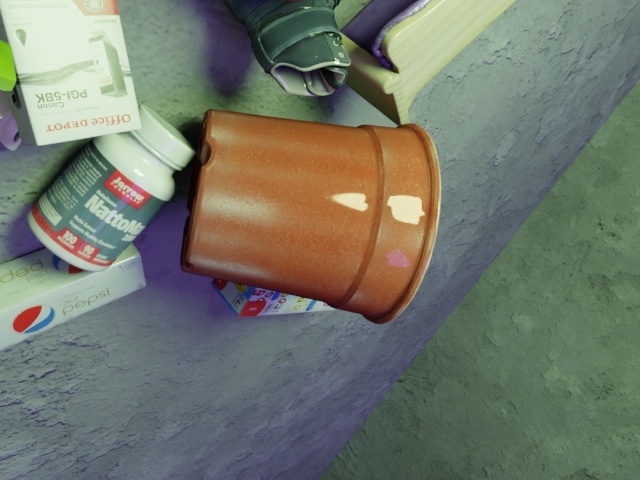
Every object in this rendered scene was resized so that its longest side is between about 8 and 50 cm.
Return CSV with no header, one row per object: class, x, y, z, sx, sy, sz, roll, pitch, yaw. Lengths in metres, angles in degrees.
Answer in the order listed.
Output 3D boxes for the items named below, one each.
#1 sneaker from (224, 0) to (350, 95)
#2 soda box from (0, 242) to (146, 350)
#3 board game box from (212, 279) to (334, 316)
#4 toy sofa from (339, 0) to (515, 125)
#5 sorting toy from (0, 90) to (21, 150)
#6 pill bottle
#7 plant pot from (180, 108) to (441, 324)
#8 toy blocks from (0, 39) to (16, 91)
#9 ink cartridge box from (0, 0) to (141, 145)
sneaker,0.015,-0.255,0.603,0.226,0.163,0.086,-27,175,-22
soda box,-0.336,0.057,0.668,0.216,0.074,0.069,-25,146,-30
board game box,0.000,0.000,1.007,0.308,0.086,0.301,6,125,-54
toy sofa,0.170,-0.345,0.704,0.362,0.150,0.177,-43,154,-1
sorting toy,-0.293,-0.123,0.526,0.083,0.045,0.075,-41,165,-27
pill bottle,-0.232,-0.062,0.612,0.180,0.108,0.108,-47,151,4
plant pot,-0.031,-0.042,0.686,0.265,0.272,0.272,9,128,-17
toy blocks,-0.426,-0.083,0.293,0.382,0.190,0.261,14,127,-46
ink cartridge box,-0.228,-0.159,0.482,0.099,0.056,0.135,-21,114,-36
